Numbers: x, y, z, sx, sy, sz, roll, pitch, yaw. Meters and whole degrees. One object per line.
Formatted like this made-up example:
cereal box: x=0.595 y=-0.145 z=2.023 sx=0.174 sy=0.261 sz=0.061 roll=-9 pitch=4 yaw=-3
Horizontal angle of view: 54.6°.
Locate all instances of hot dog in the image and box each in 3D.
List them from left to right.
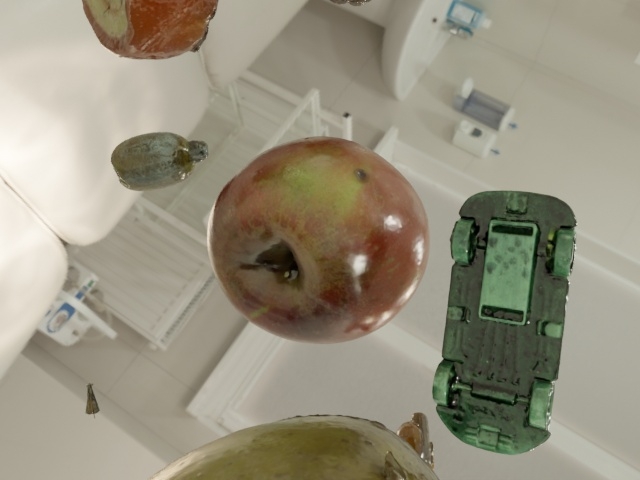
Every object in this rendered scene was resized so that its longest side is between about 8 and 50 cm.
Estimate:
hot dog: x=0.172 y=0.366 z=1.100 sx=0.060 sy=0.090 sz=0.140 roll=-24 pitch=-170 yaw=10

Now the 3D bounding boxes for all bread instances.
bread: x=-0.257 y=-0.369 z=0.888 sx=0.123 sy=0.244 sz=0.190 roll=-7 pitch=130 yaw=-39

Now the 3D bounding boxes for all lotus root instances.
lotus root: x=-0.309 y=-0.156 z=1.200 sx=0.088 sy=0.192 sz=0.113 roll=-91 pitch=168 yaw=-50

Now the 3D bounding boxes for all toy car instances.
toy car: x=0.228 y=0.094 z=0.752 sx=0.125 sy=0.136 sz=0.306 roll=-1 pitch=97 yaw=-63

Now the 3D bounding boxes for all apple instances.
apple: x=0.000 y=0.000 z=1.002 sx=0.277 sy=0.348 sz=0.349 roll=-46 pitch=160 yaw=-54

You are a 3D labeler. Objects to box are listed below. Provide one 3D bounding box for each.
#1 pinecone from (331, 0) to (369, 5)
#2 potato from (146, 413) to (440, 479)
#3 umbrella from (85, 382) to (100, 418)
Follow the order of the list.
pinecone: x=0.053 y=-0.595 z=1.141 sx=0.242 sy=0.296 sz=0.298 roll=-24 pitch=128 yaw=-14
potato: x=-0.063 y=0.394 z=0.636 sx=0.442 sy=0.385 sz=0.319 roll=-22 pitch=163 yaw=11
umbrella: x=-0.536 y=0.376 z=1.451 sx=0.031 sy=0.083 sz=0.020 roll=-10 pitch=167 yaw=-14
